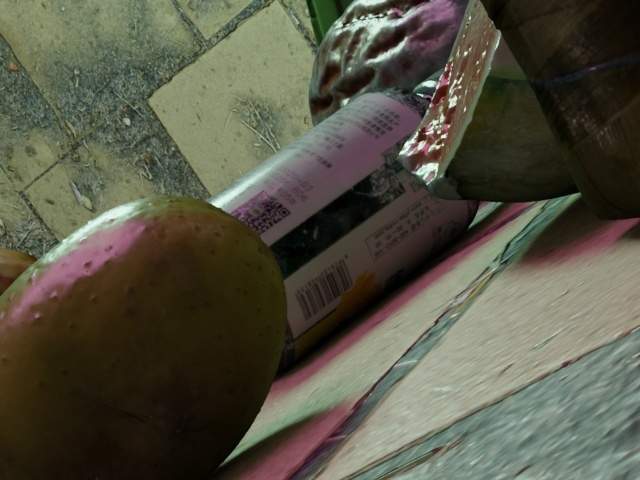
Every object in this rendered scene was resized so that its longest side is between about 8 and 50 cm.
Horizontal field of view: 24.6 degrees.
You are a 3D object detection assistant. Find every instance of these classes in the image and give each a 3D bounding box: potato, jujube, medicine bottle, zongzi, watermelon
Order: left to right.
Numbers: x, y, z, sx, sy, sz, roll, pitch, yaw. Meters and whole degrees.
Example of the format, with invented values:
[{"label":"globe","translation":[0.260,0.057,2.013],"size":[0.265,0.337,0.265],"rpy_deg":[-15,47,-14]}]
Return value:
[{"label":"potato","translation":[-0.125,0.081,0.857],"size":[0.248,0.169,0.143],"rpy_deg":[-46,38,6]},{"label":"medicine bottle","translation":[0.026,-0.027,1.163],"size":[0.293,0.141,0.141],"rpy_deg":[-37,3,-24]},{"label":"jujube","translation":[0.128,-0.154,1.444],"size":[0.246,0.215,0.308],"rpy_deg":[-10,-5,-19]},{"label":"watermelon","translation":[0.148,-0.120,0.921],"size":[0.224,0.180,0.305],"rpy_deg":[-21,-1,-6]},{"label":"zongzi","translation":[0.171,-0.181,0.693],"size":[0.251,0.274,0.125],"rpy_deg":[-36,10,-16]}]

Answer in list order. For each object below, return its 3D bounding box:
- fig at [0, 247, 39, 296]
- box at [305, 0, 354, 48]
[{"label":"fig","translation":[-0.330,0.190,1.289],"size":[0.286,0.286,0.368],"rpy_deg":[-30,36,62]},{"label":"box","translation":[0.128,-0.254,1.887],"size":[0.253,0.328,0.178],"rpy_deg":[-15,-9,4]}]
